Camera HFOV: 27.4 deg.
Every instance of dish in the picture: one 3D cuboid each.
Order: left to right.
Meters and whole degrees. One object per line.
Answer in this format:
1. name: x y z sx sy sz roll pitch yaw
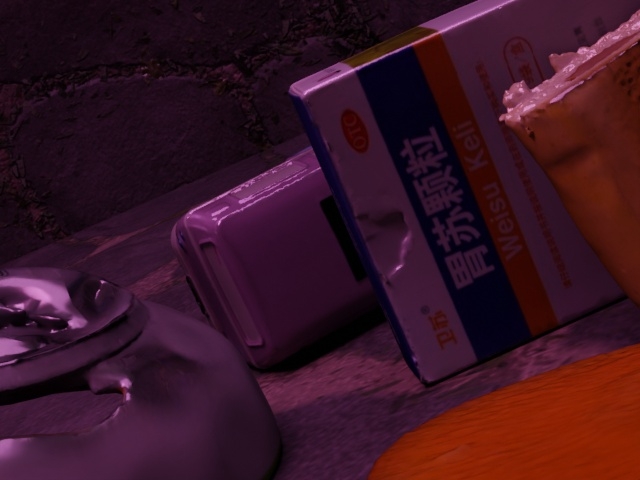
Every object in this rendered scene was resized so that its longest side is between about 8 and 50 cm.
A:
1. dish: -0.192 0.092 0.795 0.324 0.124 0.324 -8 15 2

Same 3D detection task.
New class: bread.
1. bread: 0.194 -0.042 0.740 0.134 0.173 0.085 -33 3 -13

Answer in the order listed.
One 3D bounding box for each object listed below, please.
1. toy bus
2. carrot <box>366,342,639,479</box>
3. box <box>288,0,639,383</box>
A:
1. toy bus: 0.000 0.000 1.043 0.202 0.142 0.142 -28 5 -18
2. carrot: 0.170 0.080 0.401 0.307 0.100 0.258 -16 8 1
3. box: 0.155 -0.066 0.838 0.299 0.200 0.106 -24 11 -2
